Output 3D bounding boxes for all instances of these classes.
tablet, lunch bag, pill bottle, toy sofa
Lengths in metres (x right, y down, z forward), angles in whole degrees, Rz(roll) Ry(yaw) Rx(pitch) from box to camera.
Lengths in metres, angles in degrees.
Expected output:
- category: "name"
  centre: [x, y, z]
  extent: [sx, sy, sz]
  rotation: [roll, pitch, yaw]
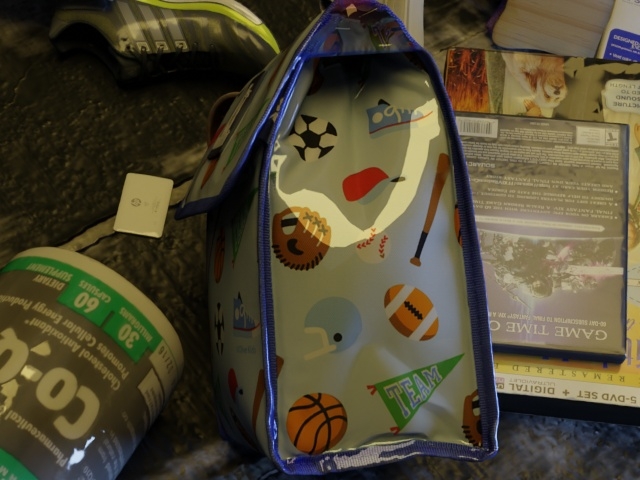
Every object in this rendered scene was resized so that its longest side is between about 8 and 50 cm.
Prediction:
- category: "tablet"
  centre: [-0.198, -0.040, 1.444]
  extent: [0.054, 0.006, 0.083]
  rotation: [9, 53, -2]
- category: "lunch bag"
  centre: [0.000, 0.000, 1.165]
  extent: [0.238, 0.328, 0.386]
  rotation: [-2, 88, -14]
- category: "pill bottle"
  centre: [-0.291, 0.196, 1.134]
  extent: [0.204, 0.204, 0.361]
  rotation: [26, 54, 9]
- category: "toy sofa"
  centre: [0.404, -0.308, 1.673]
  extent: [0.362, 0.177, 0.150]
  rotation: [19, 29, 5]

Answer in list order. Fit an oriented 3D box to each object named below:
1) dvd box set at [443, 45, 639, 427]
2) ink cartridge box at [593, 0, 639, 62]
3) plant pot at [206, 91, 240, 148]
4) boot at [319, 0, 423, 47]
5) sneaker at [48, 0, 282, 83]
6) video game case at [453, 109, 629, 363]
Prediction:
- category: "dvd box set"
  centre: [0.269, -0.013, 1.399]
  extent: [0.307, 0.062, 0.421]
  rotation: [6, 64, 5]
- category: "ink cartridge box"
  centre: [0.391, -0.124, 1.527]
  extent: [0.175, 0.069, 0.371]
  rotation: [18, 67, 5]
- category: "plant pot"
  centre: [-0.013, -0.117, 1.444]
  extent: [0.167, 0.167, 0.165]
  rotation: [43, 51, 20]
- category: "boot"
  centre: [0.062, -0.303, 1.622]
  extent: [0.123, 0.095, 0.258]
  rotation: [9, 54, -11]
- category: "sneaker"
  centre: [-0.187, -0.234, 1.541]
  extent: [0.299, 0.111, 0.121]
  rotation: [18, 63, 10]
- category: "video game case"
  centre: [0.224, -0.010, 1.351]
  extent: [0.196, 0.026, 0.274]
  rotation: [5, 64, 5]
